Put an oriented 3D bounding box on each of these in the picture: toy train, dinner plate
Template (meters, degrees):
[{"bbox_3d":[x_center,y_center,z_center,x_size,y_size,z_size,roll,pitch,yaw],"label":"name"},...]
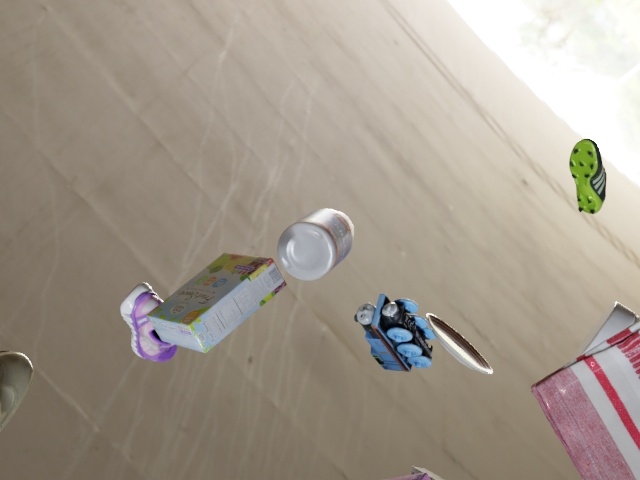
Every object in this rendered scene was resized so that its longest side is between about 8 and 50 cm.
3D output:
[{"bbox_3d":[0.126,0.158,1.560,0.184,0.105,0.080,52,-136,-47],"label":"toy train"},{"bbox_3d":[0.221,0.171,1.501,0.141,0.017,0.141,40,-170,-9],"label":"dinner plate"}]

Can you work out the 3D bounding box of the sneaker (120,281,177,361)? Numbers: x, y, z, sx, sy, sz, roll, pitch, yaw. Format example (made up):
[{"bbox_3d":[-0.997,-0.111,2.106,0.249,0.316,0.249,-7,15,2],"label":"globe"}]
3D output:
[{"bbox_3d":[-0.323,0.187,1.870,0.105,0.095,0.236,28,152,22],"label":"sneaker"}]

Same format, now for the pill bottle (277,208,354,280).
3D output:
[{"bbox_3d":[0.000,0.000,1.939,0.124,0.124,0.221,50,-160,0],"label":"pill bottle"}]

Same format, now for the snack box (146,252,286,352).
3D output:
[{"bbox_3d":[-0.193,0.110,1.714,0.207,0.175,0.070,-42,-65,-28],"label":"snack box"}]

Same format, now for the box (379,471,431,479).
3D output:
[{"bbox_3d":[0.099,0.590,1.875,0.213,0.243,0.117,-35,-77,-53],"label":"box"}]

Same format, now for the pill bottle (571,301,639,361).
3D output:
[{"bbox_3d":[0.583,0.238,1.571,0.283,0.160,0.160,34,-161,11],"label":"pill bottle"}]

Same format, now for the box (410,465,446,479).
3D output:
[{"bbox_3d":[0.255,0.640,2.256,0.038,0.145,0.186,14,174,-14],"label":"box"}]

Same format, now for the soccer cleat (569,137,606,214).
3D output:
[{"bbox_3d":[0.507,-0.129,1.743,0.072,0.060,0.178,-49,-41,-30],"label":"soccer cleat"}]

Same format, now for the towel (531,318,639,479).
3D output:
[{"bbox_3d":[0.439,0.197,1.106,0.037,0.329,0.237,7,-130,-55],"label":"towel"}]

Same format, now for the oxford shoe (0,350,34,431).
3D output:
[{"bbox_3d":[-0.556,0.279,1.464,0.140,0.147,0.397,60,-155,-12],"label":"oxford shoe"}]
